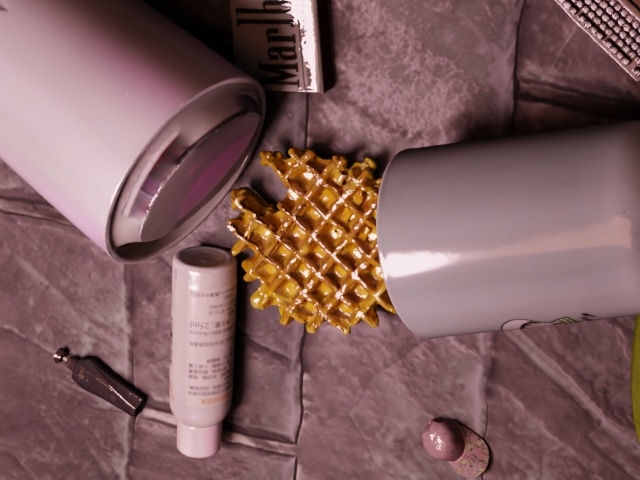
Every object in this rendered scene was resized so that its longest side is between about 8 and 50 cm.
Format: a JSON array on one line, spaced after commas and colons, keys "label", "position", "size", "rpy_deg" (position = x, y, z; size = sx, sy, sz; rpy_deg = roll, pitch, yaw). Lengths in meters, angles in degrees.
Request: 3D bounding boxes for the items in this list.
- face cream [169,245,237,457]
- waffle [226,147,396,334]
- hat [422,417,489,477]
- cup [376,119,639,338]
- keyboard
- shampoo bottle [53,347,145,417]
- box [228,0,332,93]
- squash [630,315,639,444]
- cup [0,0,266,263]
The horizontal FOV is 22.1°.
[{"label": "face cream", "position": [-0.147, 0.143, 2.020], "size": [0.082, 0.082, 0.269], "rpy_deg": [14, 114, 23]}, {"label": "waffle", "position": [0.000, 0.000, 1.907], "size": [0.232, 0.051, 0.228], "rpy_deg": [4, 110, 26]}, {"label": "hat", "position": [0.156, 0.246, 1.921], "size": [0.087, 0.042, 0.058], "rpy_deg": [50, 123, 3]}, {"label": "cup", "position": [0.234, -0.012, 1.686], "size": [0.312, 0.205, 0.205], "rpy_deg": [-7, 105, 29]}, {"label": "keyboard", "position": [0.281, -0.254, 1.683], "size": [0.196, 0.015, 0.074], "rpy_deg": [46, 122, 5]}, {"label": "shampoo bottle", "position": [-0.291, 0.184, 2.143], "size": [0.137, 0.027, 0.048], "rpy_deg": [32, 120, 14]}, {"label": "box", "position": [-0.049, -0.255, 1.846], "size": [0.115, 0.036, 0.177], "rpy_deg": [5, 111, 27]}, {"label": "squash", "position": [0.367, 0.148, 1.758], "size": [0.066, 0.066, 0.252], "rpy_deg": [7, 111, 26]}, {"label": "cup", "position": [-0.263, -0.166, 1.864], "size": [0.371, 0.253, 0.253], "rpy_deg": [38, 122, 20]}]
